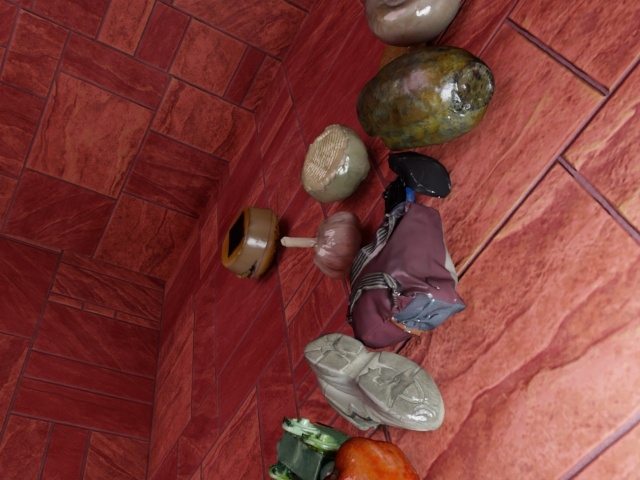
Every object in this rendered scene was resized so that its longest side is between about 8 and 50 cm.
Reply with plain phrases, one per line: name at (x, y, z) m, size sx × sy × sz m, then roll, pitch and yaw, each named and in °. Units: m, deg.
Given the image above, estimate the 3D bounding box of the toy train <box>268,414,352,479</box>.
toy train at (0.002, 0.505, 1.375) m, size 0.272 × 0.188 × 0.158 m, roll -3°, pitch 68°, yaw 63°

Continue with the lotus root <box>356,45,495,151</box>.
lotus root at (0.263, -0.354, 1.485) m, size 0.346 × 0.251 × 0.250 m, roll 2°, pitch 73°, yaw 61°

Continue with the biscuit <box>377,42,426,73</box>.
biscuit at (0.261, -0.593, 1.917) m, size 0.254 × 0.035 × 0.253 m, roll -46°, pitch 32°, yaw 40°

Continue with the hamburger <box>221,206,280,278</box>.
hamburger at (-0.264, 0.008, 2.378) m, size 0.300 × 0.176 × 0.300 m, roll -48°, pitch 29°, yaw 39°

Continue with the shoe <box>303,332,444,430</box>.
shoe at (0.123, 0.343, 1.322) m, size 0.342 × 0.210 × 0.132 m, roll 20°, pitch 48°, yaw 38°

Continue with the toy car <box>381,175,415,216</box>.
toy car at (0.208, -0.077, 1.567) m, size 0.103 × 0.063 × 0.216 m, roll -40°, pitch 37°, yaw 49°

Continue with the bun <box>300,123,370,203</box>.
bun at (0.059, -0.230, 1.907) m, size 0.259 × 0.152 × 0.259 m, roll -28°, pitch 51°, yaw 41°

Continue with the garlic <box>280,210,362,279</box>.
garlic at (0.000, 0.000, 1.742) m, size 0.199 × 0.226 × 0.198 m, roll -171°, pitch 90°, yaw -84°

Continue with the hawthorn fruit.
hawthorn fruit at (0.117, 0.502, 1.144) m, size 0.243 × 0.208 × 0.207 m, roll 28°, pitch 97°, yaw 50°

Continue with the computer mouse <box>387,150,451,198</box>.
computer mouse at (0.249, -0.175, 1.490) m, size 0.217 × 0.122 × 0.073 m, roll -122°, pitch 44°, yaw -59°

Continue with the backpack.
backpack at (0.159, 0.099, 1.357) m, size 0.317 × 0.197 × 0.283 m, roll -48°, pitch 34°, yaw 44°

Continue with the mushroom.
mushroom at (0.240, -0.710, 1.707) m, size 0.298 × 0.290 × 0.297 m, roll -20°, pitch 50°, yaw 27°
